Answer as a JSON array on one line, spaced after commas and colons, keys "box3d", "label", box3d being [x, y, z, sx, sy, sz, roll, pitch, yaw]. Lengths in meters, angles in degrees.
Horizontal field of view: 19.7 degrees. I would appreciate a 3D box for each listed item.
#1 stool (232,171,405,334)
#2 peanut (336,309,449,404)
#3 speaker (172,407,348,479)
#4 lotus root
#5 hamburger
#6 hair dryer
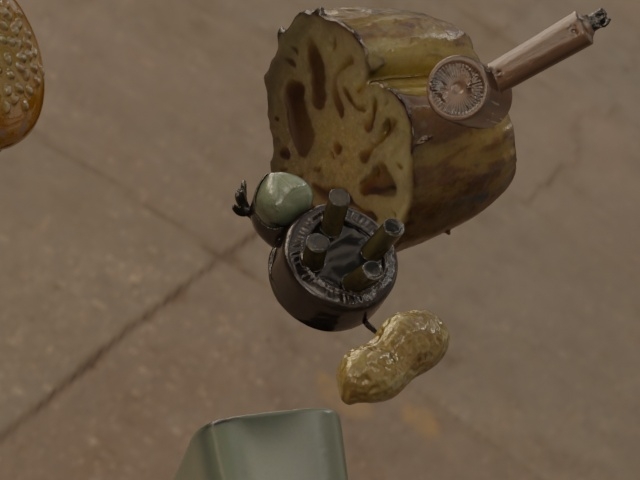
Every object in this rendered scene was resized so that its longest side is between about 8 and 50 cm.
[{"box3d": [0.000, 0.000, 1.894, 0.125, 0.121, 0.217, -29, 70, -30], "label": "stool"}, {"box3d": [0.052, 0.086, 1.363, 0.054, 0.054, 0.113, 40, 48, 18], "label": "peanut"}, {"box3d": [-0.076, 0.358, 2.176, 0.183, 0.406, 0.184, -4, 64, -15], "label": "speaker"}, {"box3d": [0.103, -0.156, 2.247, 0.250, 0.316, 0.316, -17, 47, -26], "label": "lotus root"}, {"box3d": [-0.287, -0.134, 1.424, 0.162, 0.115, 0.162, 38, 44, -49], "label": "hamburger"}, {"box3d": [0.194, -0.167, 1.743, 0.064, 0.182, 0.117, 65, 17, 9], "label": "hair dryer"}]
